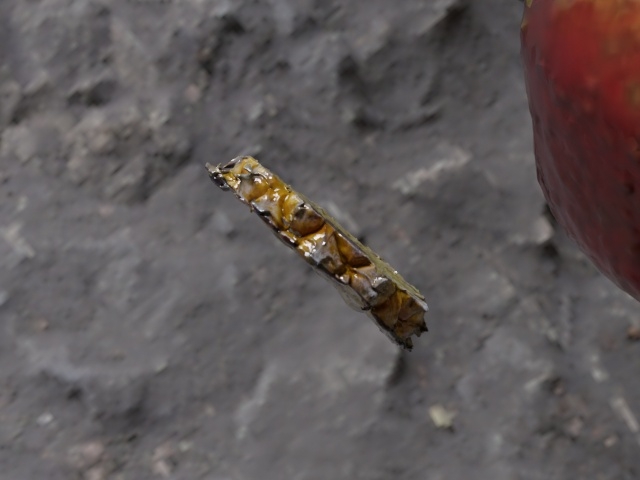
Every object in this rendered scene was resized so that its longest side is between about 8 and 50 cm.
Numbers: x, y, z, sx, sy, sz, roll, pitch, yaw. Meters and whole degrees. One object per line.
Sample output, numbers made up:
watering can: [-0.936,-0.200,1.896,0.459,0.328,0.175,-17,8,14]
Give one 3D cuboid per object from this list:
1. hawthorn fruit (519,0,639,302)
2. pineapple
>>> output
hawthorn fruit: [0.199,-0.081,0.831,0.254,0.254,0.300,10,13,-42]
pineapple: [0.000,0.000,1.456,0.221,0.047,0.221,41,-1,1]
